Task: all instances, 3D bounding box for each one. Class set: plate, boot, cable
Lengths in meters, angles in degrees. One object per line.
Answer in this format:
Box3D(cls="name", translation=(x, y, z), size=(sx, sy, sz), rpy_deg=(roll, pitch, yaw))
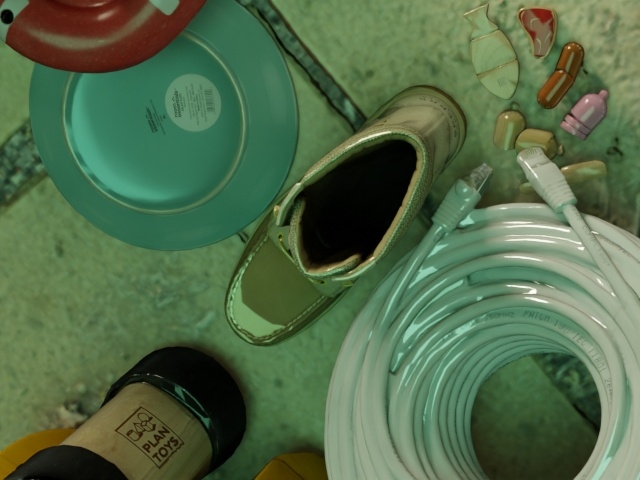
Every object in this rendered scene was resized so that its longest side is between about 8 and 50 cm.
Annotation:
Box3D(cls="plate", translation=(-0.108, -0.081, 0.997), size=(0.188, 0.024, 0.188), rpy_deg=(3, 105, 12))
Box3D(cls="boot", translation=(0.000, 0.000, 0.921), size=(0.077, 0.165, 0.213), rpy_deg=(42, 108, -1))
Box3D(cls="cable", translation=(0.123, 0.108, 0.910), size=(0.257, 0.089, 0.257), rpy_deg=(-47, 61, 11))

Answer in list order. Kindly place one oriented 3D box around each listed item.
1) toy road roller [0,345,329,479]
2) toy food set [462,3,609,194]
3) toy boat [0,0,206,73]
Box3D(cls="toy road roller", translation=(-0.094, 0.255, 1.004), size=(0.329, 0.202, 0.240), rpy_deg=(40, 122, 4))
Box3D(cls="toy food set", translation=(0.140, -0.094, 0.946), size=(0.078, 0.019, 0.122), rpy_deg=(-13, 95, 15))
Box3D(cls="toy boat", translation=(-0.126, -0.206, 0.889), size=(0.151, 0.151, 0.231), rpy_deg=(43, 109, 11))
